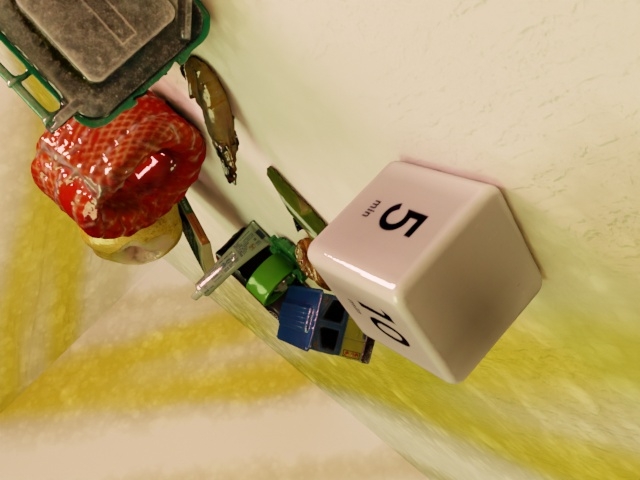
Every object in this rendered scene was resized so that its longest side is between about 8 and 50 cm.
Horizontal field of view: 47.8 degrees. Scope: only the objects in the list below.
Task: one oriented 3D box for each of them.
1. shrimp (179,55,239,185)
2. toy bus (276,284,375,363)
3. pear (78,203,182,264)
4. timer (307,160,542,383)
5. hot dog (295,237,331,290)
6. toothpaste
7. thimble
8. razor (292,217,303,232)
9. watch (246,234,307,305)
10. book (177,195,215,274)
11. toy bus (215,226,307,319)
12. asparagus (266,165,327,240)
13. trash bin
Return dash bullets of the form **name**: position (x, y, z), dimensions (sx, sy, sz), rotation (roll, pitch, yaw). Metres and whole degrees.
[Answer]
- **shrimp**: position (-0.193, -0.228, 1.355), dimensions (0.117, 0.066, 0.262), rotation (50, 158, 42)
- **toy bus**: position (0.013, 0.191, 1.672), dimensions (0.175, 0.138, 0.287), rotation (15, 174, -16)
- **pear**: position (-0.490, -0.058, 1.872), dimensions (0.271, 0.271, 0.271), rotation (40, 165, 14)
- **timer**: position (0.136, 0.035, 0.940), dimensions (0.195, 0.194, 0.192), rotation (26, 157, 52)
- **hot dog**: position (-0.005, 0.059, 1.629), dimensions (0.147, 0.065, 0.099), rotation (49, 173, -25)
- **toothpaste**: position (-0.246, 0.063, 1.908), dimensions (0.069, 0.268, 0.047), rotation (51, -170, 28)
- **thimble**: position (-0.441, -0.182, 1.608), dimensions (0.230, 0.350, 0.350), rotation (40, 165, 14)
- **razor**: position (0.003, -0.003, 1.507), dimensions (0.154, 0.028, 0.044), rotation (36, 159, 32)
- **watch**: position (-0.118, 0.080, 1.816), dimensions (0.131, 0.152, 0.165), rotation (44, 167, 10)
- **book**: position (-0.395, -0.099, 2.029), dimensions (0.371, 0.043, 0.260), rotation (60, 167, 17)
- **toy bus**: position (-0.155, 0.102, 2.023), dimensions (0.303, 0.127, 0.147), rotation (46, 171, -12)
- **asparagus**: position (-0.054, -0.074, 1.444), dimensions (0.178, 0.041, 0.045), rotation (48, 157, -10)
- **trash bin**: position (-0.370, -0.318, 1.172), dimensions (0.259, 0.295, 0.381), rotation (48, 171, -11)
